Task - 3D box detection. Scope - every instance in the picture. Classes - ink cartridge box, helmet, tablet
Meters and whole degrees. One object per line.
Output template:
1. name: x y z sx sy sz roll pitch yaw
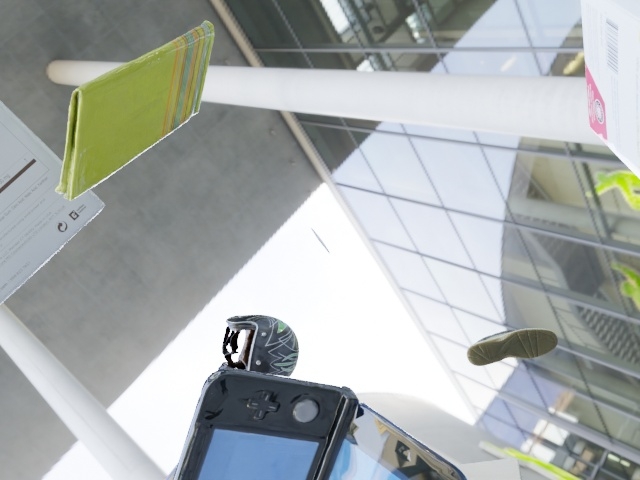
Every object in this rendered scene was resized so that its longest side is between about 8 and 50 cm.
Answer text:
1. ink cartridge box: 0.550 -0.220 1.053 0.161 0.384 0.279 -16 -53 4
2. helmet: -0.123 0.233 1.476 0.169 0.162 0.169 -25 -59 -51
3. tablet: 0.000 0.000 1.719 0.006 0.083 0.054 -38 -67 2

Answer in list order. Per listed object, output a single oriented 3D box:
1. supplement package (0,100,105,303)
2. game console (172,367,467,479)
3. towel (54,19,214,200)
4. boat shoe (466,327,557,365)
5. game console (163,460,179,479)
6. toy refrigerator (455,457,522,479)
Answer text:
1. supplement package: -0.407 -0.085 0.767 0.175 0.177 0.293 -46 -73 -11
2. game console: -0.028 0.314 0.748 0.250 0.173 0.293 14 -77 -21
3. towel: -0.159 -0.127 0.636 0.237 0.021 0.102 -58 -11 -57
4. boat shoe: 0.478 0.258 1.773 0.224 0.073 0.080 -16 -79 13
5. game console: -0.080 0.447 1.215 0.386 0.342 0.060 -53 -4 36
6. toy refrigerator: 0.122 0.352 0.878 0.102 0.270 0.094 -34 -69 -76
